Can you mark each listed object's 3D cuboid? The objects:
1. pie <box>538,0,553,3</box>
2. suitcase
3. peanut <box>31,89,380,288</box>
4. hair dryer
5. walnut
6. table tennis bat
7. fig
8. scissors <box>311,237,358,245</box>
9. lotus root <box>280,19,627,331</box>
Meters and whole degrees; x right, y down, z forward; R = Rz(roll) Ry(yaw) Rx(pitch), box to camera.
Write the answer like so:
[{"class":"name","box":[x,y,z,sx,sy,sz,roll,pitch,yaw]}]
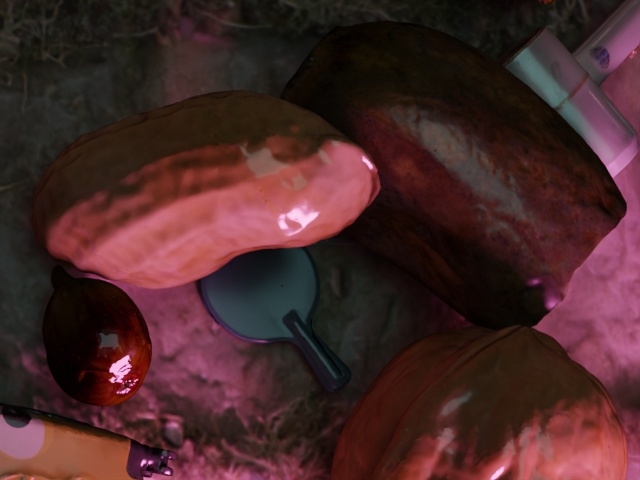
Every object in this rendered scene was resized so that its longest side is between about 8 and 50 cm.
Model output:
[{"class":"pie","box":[0.294,-0.443,1.958,0.180,0.418,0.395,36,67,-3]},{"class":"suitcase","box":[-0.272,0.254,1.745,0.235,0.143,0.194,16,78,-20]},{"class":"peanut","box":[-0.118,-0.050,1.806,0.340,0.158,0.174,-18,93,23]},{"class":"hair dryer","box":[0.335,-0.213,2.100,0.173,0.107,0.357,49,61,-6]},{"class":"walnut","box":[0.149,0.229,1.822,0.252,0.277,0.313,18,99,-20]},{"class":"table tennis bat","box":[-0.039,0.071,1.931,0.124,0.033,0.201,-39,91,-18]},{"class":"fig","box":[-0.226,0.086,1.833,0.109,0.103,0.155,-51,56,14]},{"class":"scissors","box":[0.000,0.000,1.974,0.083,0.006,0.036,6,78,-18]},{"class":"lotus root","box":[0.121,-0.078,1.916,0.346,0.250,0.250,37,69,-3]}]
